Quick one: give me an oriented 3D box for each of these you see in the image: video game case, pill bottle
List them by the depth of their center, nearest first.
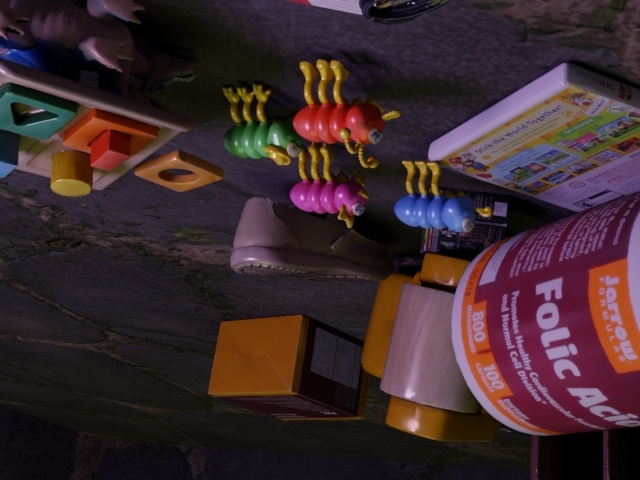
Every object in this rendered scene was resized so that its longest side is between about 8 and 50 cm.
[{"bbox_3d":[0.245,-0.087,1.067,0.206,0.026,0.227,16,161,-21],"label":"video game case"},{"bbox_3d":[0.321,0.064,1.083,0.224,0.224,0.392,18,159,-24],"label":"pill bottle"}]

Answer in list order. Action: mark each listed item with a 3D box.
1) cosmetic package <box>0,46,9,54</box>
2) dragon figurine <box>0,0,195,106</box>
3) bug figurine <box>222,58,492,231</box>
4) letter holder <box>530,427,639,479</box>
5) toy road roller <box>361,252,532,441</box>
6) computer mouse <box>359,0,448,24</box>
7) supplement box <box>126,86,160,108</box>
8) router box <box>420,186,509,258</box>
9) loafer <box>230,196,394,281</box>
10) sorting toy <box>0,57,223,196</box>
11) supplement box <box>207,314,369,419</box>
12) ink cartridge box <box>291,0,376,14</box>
[{"bbox_3d":[-0.356,-0.110,1.157,0.060,0.098,0.239,15,160,-11],"label":"cosmetic package"},{"bbox_3d":[-0.235,-0.168,0.948,0.289,0.085,0.144,15,160,-20],"label":"dragon figurine"},{"bbox_3d":[0.027,-0.071,1.094,0.216,0.072,0.279,5,160,37],"label":"bug figurine"},{"bbox_3d":[0.376,0.178,1.337,0.214,0.301,0.152,29,149,-30],"label":"letter holder"},{"bbox_3d":[0.140,0.123,1.417,0.241,0.202,0.329,12,179,33],"label":"toy road roller"},{"bbox_3d":[0.140,-0.187,0.742,0.242,0.041,0.071,-10,166,14],"label":"computer mouse"},{"bbox_3d":[-0.209,-0.119,1.144,0.083,0.043,0.055,-5,157,33],"label":"supplement box"},{"bbox_3d":[0.161,-0.017,1.283,0.092,0.038,0.122,6,161,5],"label":"router box"},{"bbox_3d":[0.000,0.000,1.336,0.102,0.092,0.268,-2,174,34],"label":"loafer"},{"bbox_3d":[-0.231,-0.083,0.980,0.348,0.047,0.196,14,157,-35],"label":"sorting toy"},{"bbox_3d":[-0.048,0.220,1.925,0.191,0.129,0.194,-8,154,41],"label":"supplement box"},{"bbox_3d":[0.003,-0.213,0.757,0.099,0.056,0.135,10,161,-3],"label":"ink cartridge box"}]
